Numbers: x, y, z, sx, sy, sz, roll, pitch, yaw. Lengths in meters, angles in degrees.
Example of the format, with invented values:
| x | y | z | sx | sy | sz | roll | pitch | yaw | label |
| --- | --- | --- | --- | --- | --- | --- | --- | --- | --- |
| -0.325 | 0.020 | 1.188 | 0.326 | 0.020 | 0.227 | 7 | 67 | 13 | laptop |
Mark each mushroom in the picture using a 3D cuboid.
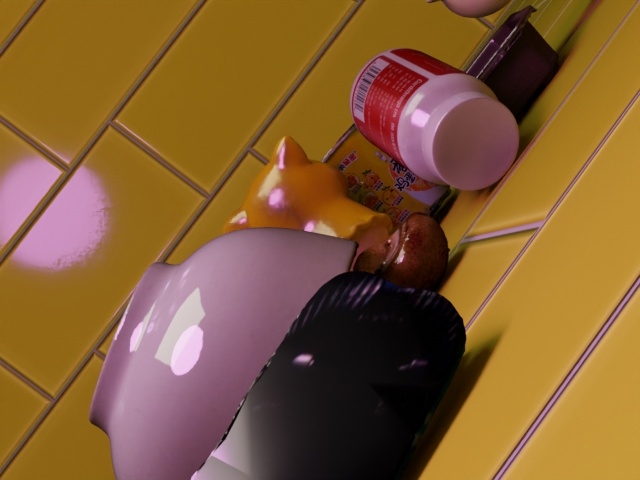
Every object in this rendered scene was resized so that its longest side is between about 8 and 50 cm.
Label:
| x | y | z | sx | sy | sz | roll | pitch | yaw | label |
| --- | --- | --- | --- | --- | --- | --- | --- | --- | --- |
| 0.080 | 0.025 | 1.292 | 0.127 | 0.087 | 0.127 | -53 | 8 | 12 | mushroom |

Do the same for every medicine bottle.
| x | y | z | sx | sy | sz | roll | pitch | yaw | label |
| --- | --- | --- | --- | --- | --- | --- | --- | --- | --- |
| 0.130 | -0.143 | 1.472 | 0.131 | 0.131 | 0.250 | -53 | 27 | 4 | medicine bottle |

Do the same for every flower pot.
| x | y | z | sx | sy | sz | roll | pitch | yaw | label |
| --- | --- | --- | --- | --- | --- | --- | --- | --- | --- |
| 0.243 | -0.212 | 1.671 | 0.179 | 0.084 | 0.251 | -52 | 4 | 6 | flower pot |

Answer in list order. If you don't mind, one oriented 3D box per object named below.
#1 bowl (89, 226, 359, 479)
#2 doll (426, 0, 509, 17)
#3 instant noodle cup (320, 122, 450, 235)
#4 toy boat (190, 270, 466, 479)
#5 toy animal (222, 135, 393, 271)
| x | y | z | sx | sy | sz | roll | pitch | yaw | label |
| --- | --- | --- | --- | --- | --- | --- | --- | --- | --- |
| -0.110 | 0.134 | 1.245 | 0.354 | 0.185 | 0.354 | 21 | -90 | -89 | bowl |
| 0.284 | -0.376 | 1.713 | 0.296 | 0.117 | 0.141 | -11 | 4 | -4 | doll |
| 0.069 | -0.054 | 1.667 | 0.205 | 0.153 | 0.205 | -50 | -4 | -5 | instant noodle cup |
| -0.001 | 0.166 | 0.873 | 0.299 | 0.134 | 0.092 | -56 | -33 | -23 | toy boat |
| 0.003 | -0.004 | 1.510 | 0.156 | 0.230 | 0.156 | -45 | -16 | -17 | toy animal |
